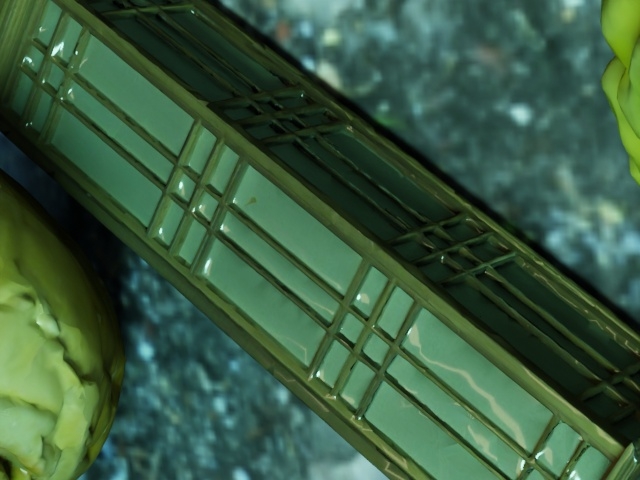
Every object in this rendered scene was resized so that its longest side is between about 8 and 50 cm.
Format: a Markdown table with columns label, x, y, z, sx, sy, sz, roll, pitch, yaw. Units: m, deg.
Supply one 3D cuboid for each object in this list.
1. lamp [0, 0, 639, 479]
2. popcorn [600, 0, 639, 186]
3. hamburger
| label | x | y | z | sx | sy | sz | roll | pitch | yaw |
| --- | --- | --- | --- | --- | --- | --- | --- | --- | --- |
| lamp | 0.000 | 0.000 | 0.693 | 0.325 | 0.090 | 0.089 | 40 | 122 | 23 |
| popcorn | 0.189 | -0.043 | 0.448 | 0.212 | 0.259 | 0.259 | -151 | 55 | -72 |
| hamburger | -0.193 | 0.020 | 0.734 | 0.318 | 0.318 | 0.158 | 40 | 86 | 24 |
